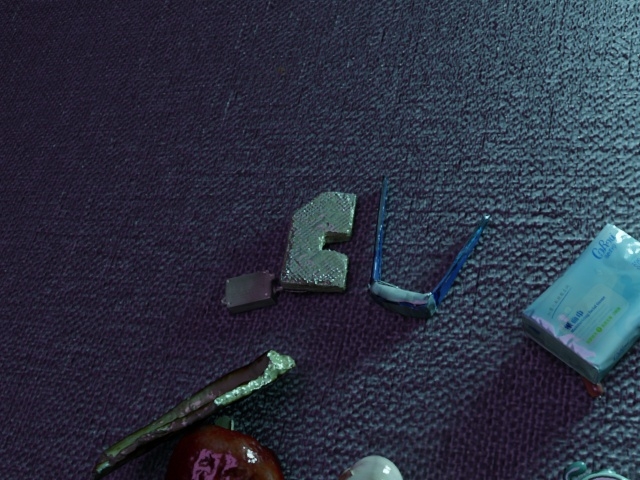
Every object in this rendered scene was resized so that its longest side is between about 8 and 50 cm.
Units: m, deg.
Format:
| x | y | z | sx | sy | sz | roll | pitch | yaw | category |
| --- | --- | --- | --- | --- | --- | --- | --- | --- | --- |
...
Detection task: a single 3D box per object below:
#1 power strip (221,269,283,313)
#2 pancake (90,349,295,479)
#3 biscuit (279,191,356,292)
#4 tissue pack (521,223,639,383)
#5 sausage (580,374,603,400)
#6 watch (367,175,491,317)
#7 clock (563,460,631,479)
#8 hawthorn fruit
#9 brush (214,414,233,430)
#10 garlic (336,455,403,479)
| x | y | z | sx | sy | sz | roll | pitch | yaw | category |
| --- | --- | --- | --- | --- | --- | --- | --- | --- | --- |
| -0.133 | 0.110 | 1.856 | 0.175 | 0.042 | 0.075 | -12 | 58 | 13 | power strip |
| -0.262 | 0.338 | 1.638 | 0.427 | 0.305 | 0.067 | -30 | 83 | 17 | pancake |
| 0.000 | 0.000 | 1.850 | 0.147 | 0.046 | 0.250 | 4 | 60 | 10 | biscuit |
| 0.521 | 0.112 | 1.546 | 0.263 | 0.089 | 0.177 | -41 | 58 | -16 | tissue pack |
| 0.479 | 0.199 | 1.571 | 0.029 | 0.029 | 0.223 | -22 | 56 | 9 | sausage |
| 0.178 | 0.013 | 1.773 | 0.276 | 0.068 | 0.274 | 23 | 72 | 31 | watch |
| 0.481 | 0.460 | 1.404 | 0.188 | 0.060 | 0.148 | 21 | 72 | 31 | clock |
| -0.193 | 0.488 | 1.560 | 0.230 | 0.210 | 0.266 | 28 | 74 | -13 | hawthorn fruit |
| -0.217 | 0.515 | 1.674 | 0.085 | 0.020 | 0.336 | -3 | 60 | 21 | brush |
| 0.106 | 0.507 | 1.483 | 0.226 | 0.199 | 0.199 | 41 | 81 | 9 | garlic |
